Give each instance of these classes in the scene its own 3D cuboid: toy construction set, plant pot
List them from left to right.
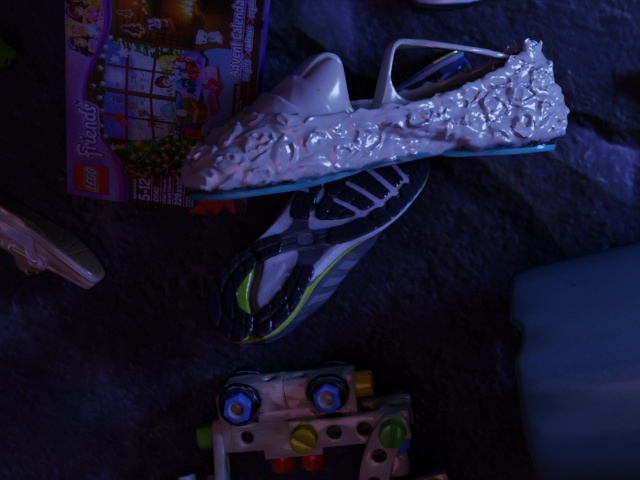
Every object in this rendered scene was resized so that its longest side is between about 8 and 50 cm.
[{"bbox_3d":[-0.017,0.250,1.556,0.327,0.151,0.215,-10,103,-6],"label":"toy construction set"},{"bbox_3d":[0.378,0.130,1.421,0.334,0.341,0.341,-9,103,13],"label":"plant pot"}]

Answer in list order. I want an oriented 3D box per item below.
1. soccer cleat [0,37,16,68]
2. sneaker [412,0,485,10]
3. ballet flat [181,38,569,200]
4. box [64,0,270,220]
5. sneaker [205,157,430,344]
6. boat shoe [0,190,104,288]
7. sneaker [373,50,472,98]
[{"bbox_3d":[-0.410,-0.232,1.497,0.179,0.072,0.060,33,105,17],"label":"soccer cleat"},{"bbox_3d":[0.168,-0.281,1.463,0.152,0.054,0.061,-14,93,0],"label":"sneaker"},{"bbox_3d":[0.052,-0.134,1.401,0.408,0.147,0.147,-9,104,-13],"label":"ballet flat"},{"bbox_3d":[-0.162,-0.161,1.440,0.200,0.057,0.293,9,130,2],"label":"box"},{"bbox_3d":[0.000,0.000,1.512,0.300,0.121,0.111,-42,75,-7],"label":"sneaker"},{"bbox_3d":[-0.321,0.008,1.550,0.170,0.063,0.059,35,105,4],"label":"boat shoe"},{"bbox_3d":[0.103,-0.150,1.493,0.144,0.053,0.059,-30,102,10],"label":"sneaker"}]
